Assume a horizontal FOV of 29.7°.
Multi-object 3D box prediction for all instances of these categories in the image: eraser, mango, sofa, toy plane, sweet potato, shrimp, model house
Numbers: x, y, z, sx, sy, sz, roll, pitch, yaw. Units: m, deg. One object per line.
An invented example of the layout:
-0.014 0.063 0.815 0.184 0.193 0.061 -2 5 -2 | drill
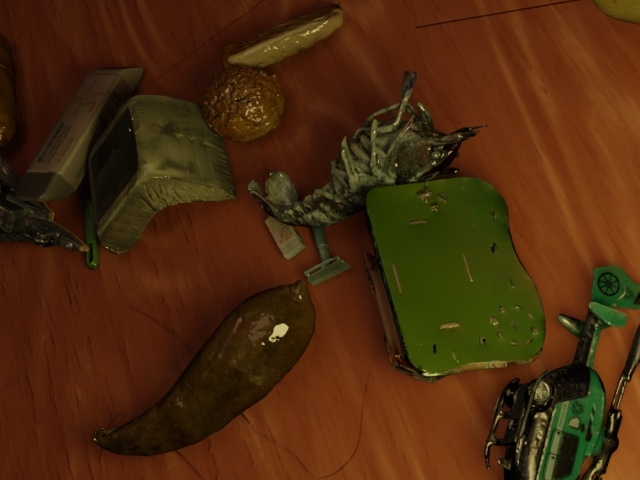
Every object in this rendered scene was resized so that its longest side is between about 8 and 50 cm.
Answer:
-0.056 -0.010 1.921 0.038 0.019 0.083 -36 53 9 | eraser
-0.141 -0.310 2.110 0.060 0.046 0.089 -39 58 7 | mango
-0.281 -0.110 2.073 0.225 0.176 0.210 -49 44 38 | sofa
0.317 0.201 1.517 0.106 0.155 0.381 142 149 -68 | toy plane
-0.433 -0.197 2.178 0.089 0.061 0.352 5 57 33 | eraser
-0.160 0.212 1.808 0.423 0.130 0.130 -40 52 15 | sweet potato
0.066 -0.114 1.781 0.410 0.221 0.166 -36 78 38 | shrimp
0.174 0.076 1.685 0.207 0.154 0.293 -7 60 -12 | model house
-0.539 -0.039 2.173 0.316 0.103 0.204 30 117 37 | toy plane

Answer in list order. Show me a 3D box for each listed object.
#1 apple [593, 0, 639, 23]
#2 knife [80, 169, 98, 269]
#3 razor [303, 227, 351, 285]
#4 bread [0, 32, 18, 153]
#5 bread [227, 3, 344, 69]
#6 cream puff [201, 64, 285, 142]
0.465 -0.394 1.695 0.200 0.200 0.200 -14 60 25 | apple
-0.403 -0.042 2.152 0.054 0.015 0.212 -21 56 21 | knife
0.000 0.000 1.874 0.068 0.040 0.135 -27 50 17 | razor
-0.645 -0.278 2.379 0.124 0.084 0.344 -44 48 34 | bread
-0.056 -0.341 2.060 0.214 0.053 0.073 -23 32 7 | bread
-0.134 -0.233 2.025 0.144 0.103 0.126 -5 67 24 | cream puff
